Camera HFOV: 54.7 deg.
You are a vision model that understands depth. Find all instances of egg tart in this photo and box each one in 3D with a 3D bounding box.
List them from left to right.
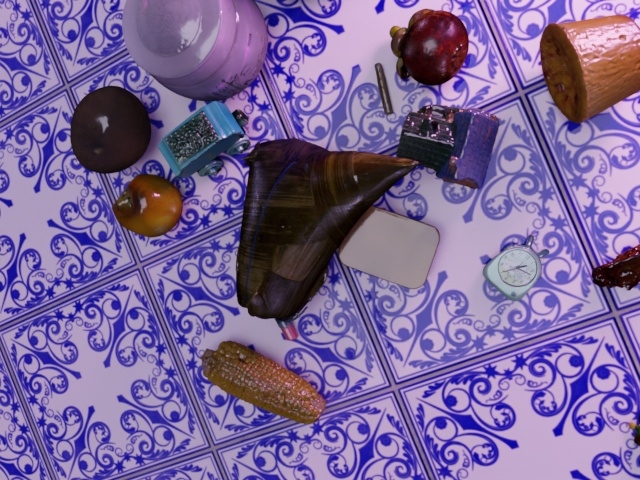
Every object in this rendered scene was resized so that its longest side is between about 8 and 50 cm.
[{"bbox_3d":[0.522,-0.339,1.174,0.147,0.202,0.202,-20,89,8],"label":"egg tart"}]

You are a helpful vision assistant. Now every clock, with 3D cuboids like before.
[{"bbox_3d":[0.420,0.055,1.308,0.101,0.041,0.135,44,103,9],"label":"clock"}]

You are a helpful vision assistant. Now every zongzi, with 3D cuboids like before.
[{"bbox_3d":[0.000,0.000,1.254,0.432,0.208,0.403,14,96,46],"label":"zongzi"}]

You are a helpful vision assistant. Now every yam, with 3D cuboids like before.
[{"bbox_3d":[0.139,-0.335,1.364,0.021,0.021,0.116,-12,93,16],"label":"yam"}]

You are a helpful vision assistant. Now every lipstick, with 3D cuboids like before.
[{"bbox_3d":[-0.115,0.130,1.463,0.053,0.053,0.234,-29,90,16],"label":"lipstick"}]

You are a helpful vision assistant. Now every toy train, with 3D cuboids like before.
[{"bbox_3d":[-0.262,-0.226,1.413,0.203,0.163,0.112,-36,83,15],"label":"toy train"}]

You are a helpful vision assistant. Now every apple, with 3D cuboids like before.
[{"bbox_3d":[-0.415,-0.088,1.475,0.163,0.147,0.146,31,101,13],"label":"apple"}]

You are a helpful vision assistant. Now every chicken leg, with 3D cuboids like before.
[{"bbox_3d":[0.649,0.044,1.240,0.205,0.053,0.093,-27,110,23],"label":"chicken leg"}]

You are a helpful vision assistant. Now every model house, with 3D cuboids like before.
[{"bbox_3d":[0.260,-0.202,1.264,0.183,0.172,0.166,16,100,14],"label":"model house"}]

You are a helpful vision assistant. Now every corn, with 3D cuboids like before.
[{"bbox_3d":[-0.139,0.334,1.452,0.322,0.119,0.119,27,101,13],"label":"corn"}]

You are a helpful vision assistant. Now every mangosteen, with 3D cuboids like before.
[{"bbox_3d":[0.211,-0.403,1.273,0.181,0.146,0.156,30,104,12],"label":"mangosteen"}]

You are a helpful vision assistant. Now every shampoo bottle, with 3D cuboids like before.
[{"bbox_3d":[-0.264,-0.445,1.342,0.273,0.266,0.273,2,96,17],"label":"shampoo bottle"}]

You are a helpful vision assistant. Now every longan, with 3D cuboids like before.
[{"bbox_3d":[-0.493,-0.260,1.462,0.198,0.198,0.212,22,112,13],"label":"longan"}]

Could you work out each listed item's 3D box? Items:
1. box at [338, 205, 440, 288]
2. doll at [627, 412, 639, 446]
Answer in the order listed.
[{"bbox_3d":[0.154,0.009,1.353,0.201,0.090,0.144,18,99,14],"label":"box"},{"bbox_3d":[0.684,0.397,1.244,0.113,0.076,0.078,8,105,16],"label":"doll"}]
